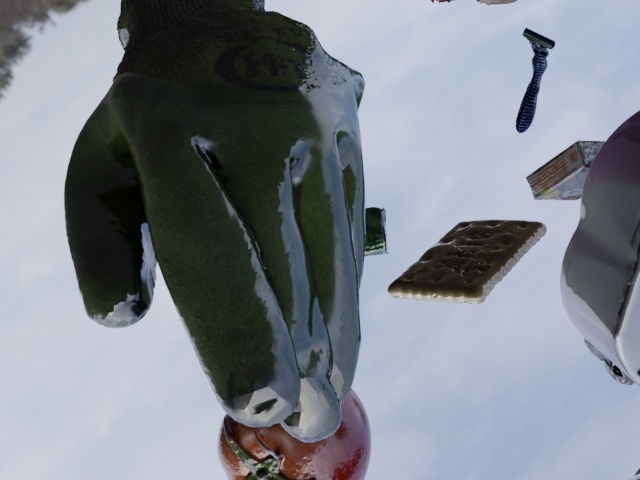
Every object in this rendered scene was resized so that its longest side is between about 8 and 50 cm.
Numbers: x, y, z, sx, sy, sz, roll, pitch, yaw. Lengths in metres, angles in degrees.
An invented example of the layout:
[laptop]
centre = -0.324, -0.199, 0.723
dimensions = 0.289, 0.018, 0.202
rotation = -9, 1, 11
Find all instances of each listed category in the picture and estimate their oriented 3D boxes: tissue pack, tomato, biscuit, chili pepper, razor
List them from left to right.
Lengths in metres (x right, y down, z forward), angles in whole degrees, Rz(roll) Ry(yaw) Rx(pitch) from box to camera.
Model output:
[tomato]
centre = -0.024, 0.212, 1.037
dimensions = 0.167, 0.167, 0.167
rotation = -33, -158, 15
[chili pepper]
centre = 0.000, 0.000, 1.962
dimensions = 0.271, 0.099, 0.136
rotation = -6, -136, 5
[biscuit]
centre = 0.293, 0.033, 1.943
dimensions = 0.217, 0.044, 0.325
rotation = 4, -153, 38
[razor]
centre = 0.270, -0.200, 1.241
dimensions = 0.044, 0.154, 0.028
rotation = 33, -125, 27
[tissue pack]
centre = 0.261, -0.070, 1.002
dimensions = 0.083, 0.063, 0.035
rotation = -42, -126, 56

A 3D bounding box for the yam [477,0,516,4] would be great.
[yam]
centre = 0.314, -0.503, 1.599
dimensions = 0.238, 0.128, 0.129
rotation = 104, -16, -55

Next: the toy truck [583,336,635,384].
[toy truck]
centre = 0.485, 0.105, 1.479
dimensions = 0.126, 0.208, 0.113
rotation = -1, -158, -9

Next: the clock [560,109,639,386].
[clock]
centre = 0.397, 0.011, 0.911
dimensions = 0.339, 0.338, 0.102
rotation = -38, -152, 3

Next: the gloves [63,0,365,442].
[gloves]
centre = -0.042, -0.040, 0.411
dimensions = 0.135, 0.107, 0.268
rotation = -15, -128, -5

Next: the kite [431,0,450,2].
[kite]
centre = 0.162, -0.382, 0.915
dimensions = 0.327, 0.013, 0.377
rotation = -56, -136, 47

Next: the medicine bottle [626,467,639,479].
[medicine bottle]
centre = 0.302, 0.339, 1.081
dimensions = 0.108, 0.108, 0.426
rotation = -19, 171, 42
